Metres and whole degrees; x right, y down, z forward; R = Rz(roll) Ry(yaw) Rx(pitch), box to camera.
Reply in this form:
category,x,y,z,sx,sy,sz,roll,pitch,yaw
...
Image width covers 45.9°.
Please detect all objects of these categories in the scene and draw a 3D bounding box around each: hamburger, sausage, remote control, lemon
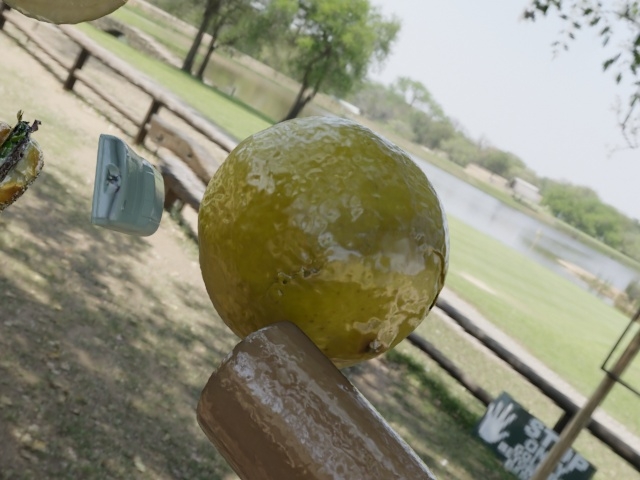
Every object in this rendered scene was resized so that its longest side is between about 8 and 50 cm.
category,x,y,z,sx,sy,sz,roll,pitch,yaw
hamburger,-0.466,-0.095,1.070,0.164,0.189,0.093,-3,-43,49
sausage,0.016,0.192,0.609,0.253,0.123,0.123,43,16,24
remote control,-0.139,-0.035,0.559,0.029,0.061,0.162,3,-2,-5
lemon,0.001,0.001,0.815,0.293,0.293,0.293,27,11,-6

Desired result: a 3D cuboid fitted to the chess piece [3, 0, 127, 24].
category,x,y,z,sx,sy,sz,roll,pitch,yaw
chess piece,-0.220,-0.289,0.576,0.137,0.137,0.301,18,28,-41
